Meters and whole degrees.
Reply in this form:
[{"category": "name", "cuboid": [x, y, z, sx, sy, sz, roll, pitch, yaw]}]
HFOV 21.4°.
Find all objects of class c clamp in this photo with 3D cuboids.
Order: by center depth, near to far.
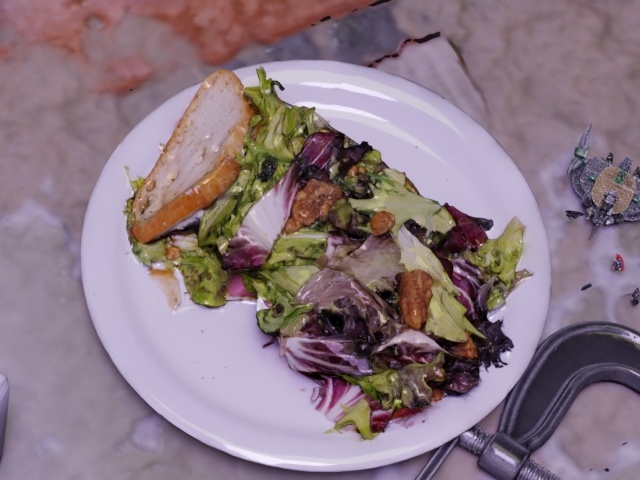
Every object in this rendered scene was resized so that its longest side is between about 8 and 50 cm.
[{"category": "c clamp", "cuboid": [0.125, 0.101, 0.689, 0.160, 0.022, 0.137, 27, 57, 9]}]

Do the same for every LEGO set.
[{"category": "LEGO set", "cuboid": [0.133, -0.010, 0.750, 0.054, 0.023, 0.083, -3, 76, -6]}]

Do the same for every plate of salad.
[{"category": "plate of salad", "cuboid": [0.000, 0.000, 0.707, 0.199, 0.048, 0.200, 3, 59, -5]}]

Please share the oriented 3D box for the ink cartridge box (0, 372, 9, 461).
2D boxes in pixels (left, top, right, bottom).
[{"category": "ink cartridge box", "cuboid": [-0.289, 0.080, 0.598, 0.311, 0.065, 0.186, 19, 42, 1]}]
